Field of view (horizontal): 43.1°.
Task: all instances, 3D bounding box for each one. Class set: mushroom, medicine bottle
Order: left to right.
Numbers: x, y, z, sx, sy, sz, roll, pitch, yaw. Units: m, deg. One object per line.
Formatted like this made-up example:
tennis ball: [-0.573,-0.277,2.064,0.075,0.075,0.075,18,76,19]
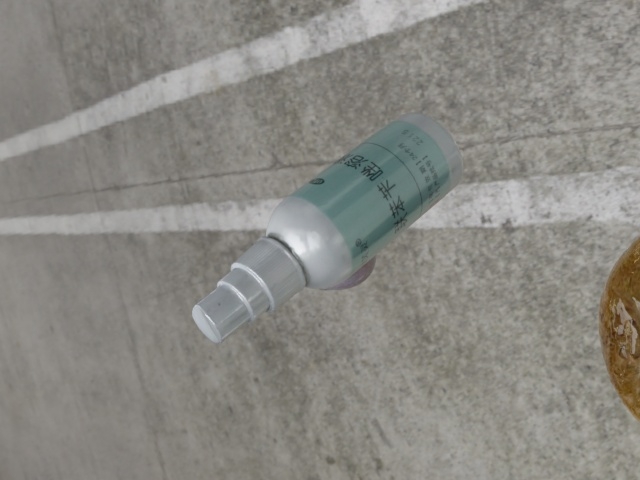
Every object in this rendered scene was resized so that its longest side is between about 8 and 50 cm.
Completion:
medicine bottle: [0.008,-0.013,0.879,0.110,0.352,0.110,36,148,27]
mushroom: [0.443,0.116,0.934,0.278,0.146,0.278,10,102,53]

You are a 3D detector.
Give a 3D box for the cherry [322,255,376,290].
cherry: [-0.005,-0.004,1.140,0.115,0.148,0.188,-56,37,-6]
